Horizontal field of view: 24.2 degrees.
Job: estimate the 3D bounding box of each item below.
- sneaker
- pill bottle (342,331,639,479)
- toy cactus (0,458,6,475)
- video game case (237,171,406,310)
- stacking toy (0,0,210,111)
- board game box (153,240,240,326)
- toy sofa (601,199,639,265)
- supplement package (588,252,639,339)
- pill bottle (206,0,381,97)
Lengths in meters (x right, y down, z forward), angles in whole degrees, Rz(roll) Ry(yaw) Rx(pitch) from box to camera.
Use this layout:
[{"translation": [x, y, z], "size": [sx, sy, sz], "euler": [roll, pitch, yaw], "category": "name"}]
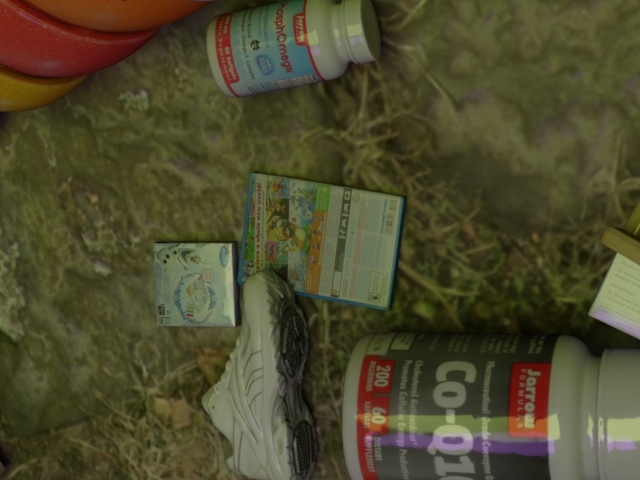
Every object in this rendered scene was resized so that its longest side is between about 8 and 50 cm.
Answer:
[{"translation": [-0.074, 0.145, 1.538], "size": [0.115, 0.090, 0.232], "euler": [0, 99, 23], "category": "sneaker"}, {"translation": [0.175, 0.168, 1.423], "size": [0.283, 0.161, 0.161], "euler": [-1, 96, 18], "category": "pill bottle"}, {"translation": [-0.432, 0.297, 1.665], "size": [0.180, 0.112, 0.219], "euler": [-35, 98, -10], "category": "toy cactus"}, {"translation": [0.000, 0.000, 1.536], "size": [0.166, 0.015, 0.119], "euler": [10, 100, 16], "category": "video game case"}, {"translation": [-0.310, -0.249, 1.488], "size": [0.350, 0.350, 0.480], "euler": [51, 123, 6], "category": "stacking toy"}, {"translation": [-0.130, 0.046, 1.580], "size": [0.090, 0.020, 0.090], "euler": [0, 96, 18], "category": "board game box"}, {"translation": [0.399, -0.102, 1.205], "size": [0.150, 0.177, 0.362], "euler": [34, 102, 35], "category": "toy sofa"}, {"translation": [0.358, -0.022, 1.353], "size": [0.134, 0.139, 0.244], "euler": [25, 103, 12], "category": "supplement package"}, {"translation": [-0.026, -0.196, 1.482], "size": [0.160, 0.087, 0.087], "euler": [-10, 94, 18], "category": "pill bottle"}]
